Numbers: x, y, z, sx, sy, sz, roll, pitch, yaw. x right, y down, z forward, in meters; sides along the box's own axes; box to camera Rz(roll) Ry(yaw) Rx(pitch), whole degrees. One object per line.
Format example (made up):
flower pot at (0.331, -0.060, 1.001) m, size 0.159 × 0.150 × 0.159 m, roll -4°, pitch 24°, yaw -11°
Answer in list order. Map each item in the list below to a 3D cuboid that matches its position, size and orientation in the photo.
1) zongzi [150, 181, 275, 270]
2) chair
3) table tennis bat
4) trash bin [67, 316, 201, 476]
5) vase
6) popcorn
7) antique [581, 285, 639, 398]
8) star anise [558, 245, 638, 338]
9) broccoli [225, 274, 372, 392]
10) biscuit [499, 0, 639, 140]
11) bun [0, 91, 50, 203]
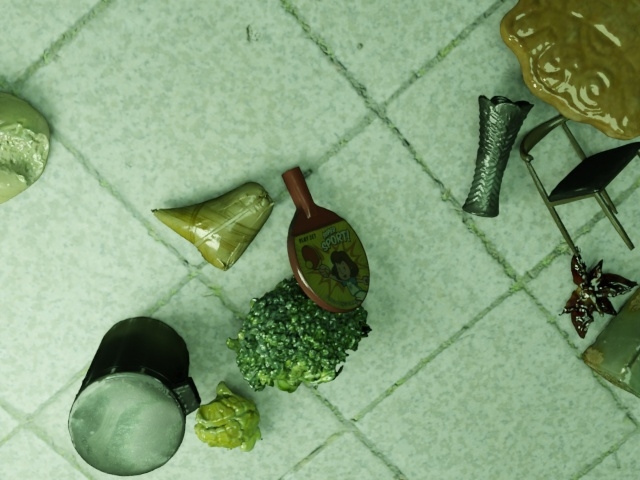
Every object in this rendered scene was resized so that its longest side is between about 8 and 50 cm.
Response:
zongzi at (-0.210, -0.061, 1.420) m, size 0.197 × 0.099 × 0.194 m, roll 38°, pitch 98°, yaw -7°
chair at (0.543, -0.125, 1.433) m, size 0.188 × 0.166 × 0.272 m, roll -41°, pitch 101°, yaw -23°
table tennis bat at (0.000, 0.000, 1.436) m, size 0.038 × 0.200 × 0.310 m, roll -25°, pitch 88°, yaw 44°
trash bin at (-0.355, 0.287, 1.388) m, size 0.252 × 0.301 × 0.203 m, roll -24°, pitch 106°, yaw -2°
vase at (0.350, -0.168, 1.449) m, size 0.116 × 0.115 × 0.237 m, roll 6°, pitch 108°, yaw -8°
popcorn at (-0.198, 0.387, 1.520) m, size 0.142 × 0.135 × 0.162 m, roll -17°, pitch 104°, yaw -9°
antique at (0.734, 0.201, 1.588) m, size 0.125 × 0.150 × 0.284 m, roll 35°, pitch 90°, yaw -17°
star anise at (0.613, 0.116, 1.581) m, size 0.157 × 0.053 × 0.212 m, roll 4°, pitch 103°, yaw -5°
broccoli at (-0.050, 0.206, 1.480) m, size 0.288 × 0.247 × 0.245 m, roll 11°, pitch 140°, yaw -20°
biscuit at (0.546, -0.406, 1.368) m, size 0.385 × 0.062 × 0.365 m, roll 35°, pitch 85°, yaw -3°
bun at (-0.624, -0.169, 1.327) m, size 0.237 × 0.116 × 0.209 m, roll -19°, pitch 107°, yaw 0°
